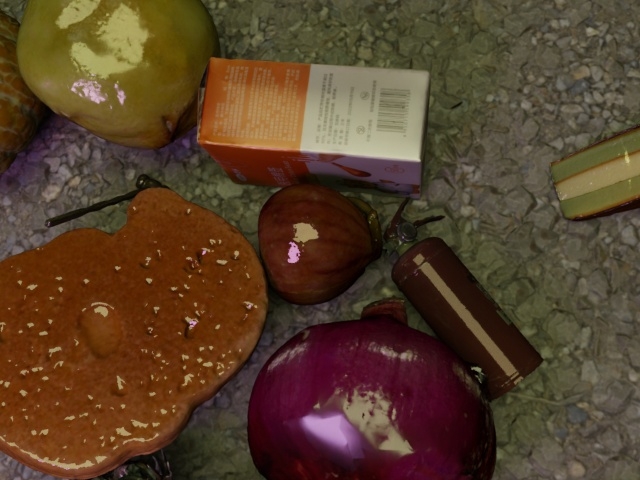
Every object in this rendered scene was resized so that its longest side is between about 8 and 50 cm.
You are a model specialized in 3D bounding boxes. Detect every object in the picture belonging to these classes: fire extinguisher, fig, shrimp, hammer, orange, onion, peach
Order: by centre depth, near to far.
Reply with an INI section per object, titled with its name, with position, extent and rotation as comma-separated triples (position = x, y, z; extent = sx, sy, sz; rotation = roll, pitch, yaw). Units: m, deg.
[shrimp]
position = -0.295, 0.371, 1.021
extent = 0.172, 0.372, 0.137
rotation = -13, 77, -34
[onion]
position = 0.076, 0.219, 1.041
extent = 0.348, 0.347, 0.385
rotation = 3, 43, 8
[fig]
position = -0.001, 0.001, 1.134
extent = 0.205, 0.205, 0.205
rotation = -2, 77, 7
[fire extinguisher]
position = 0.210, 0.075, 1.144
extent = 0.147, 0.106, 0.337
rotation = -28, 73, -34
[hammer]
position = -0.336, -0.060, 1.157
extent = 0.058, 0.292, 0.029
rotation = 26, 112, 12
[peach]
position = -0.316, -0.304, 1.196
extent = 0.316, 0.281, 0.314
rotation = 34, 76, 7
[orange]
position = -0.618, -0.250, 1.236
extent = 0.329, 0.249, 0.329
rotation = -2, 80, 13

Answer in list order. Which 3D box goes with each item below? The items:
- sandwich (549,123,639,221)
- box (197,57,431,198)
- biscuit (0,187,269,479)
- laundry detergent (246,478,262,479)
[sandwich]
position = 0.467, -0.113, 1.125
extent = 0.187, 0.144, 0.117
rotation = -12, 74, 4
[box]
position = -0.003, -0.172, 1.157
extent = 0.341, 0.225, 0.143
rotation = 6, 80, 8
[biscuit]
position = -0.285, 0.127, 1.036
extent = 0.455, 0.078, 0.349
rotation = -29, 65, -20
[laundry detergent]
position = -0.195, 0.446, 1.028
extent = 0.335, 0.159, 0.088
rotation = -42, 82, 34
